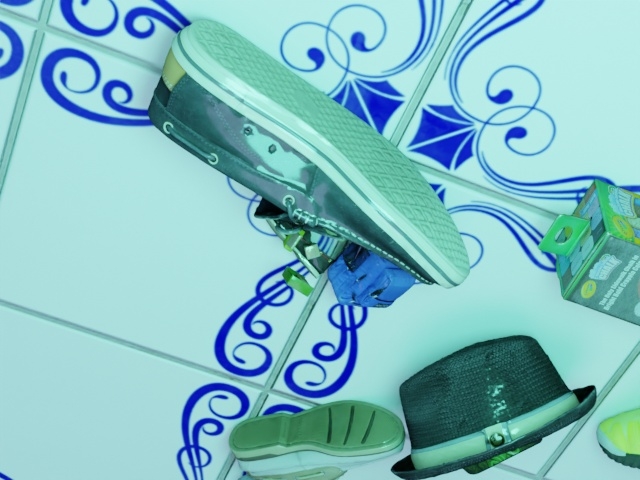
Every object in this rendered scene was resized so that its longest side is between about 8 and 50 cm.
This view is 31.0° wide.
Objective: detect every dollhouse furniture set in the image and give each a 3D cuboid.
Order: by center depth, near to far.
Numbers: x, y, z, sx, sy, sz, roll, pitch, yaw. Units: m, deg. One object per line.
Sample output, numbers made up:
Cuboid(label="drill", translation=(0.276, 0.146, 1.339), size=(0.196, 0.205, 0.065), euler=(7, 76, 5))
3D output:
Cuboid(label="dollhouse furniture set", translation=(0.000, 0.000, 1.641), size=(0.076, 0.058, 0.152), euler=(34, 93, -18))

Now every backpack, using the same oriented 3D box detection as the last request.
Cuboid(label="backpack", translation=(0.071, 0.050, 1.674), size=(0.098, 0.101, 0.120), euler=(11, 140, -40))

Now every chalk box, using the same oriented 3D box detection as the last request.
Cuboid(label="chalk box", translation=(0.411, 0.015, 1.614), size=(0.213, 0.132, 0.132), euler=(20, 127, -9))

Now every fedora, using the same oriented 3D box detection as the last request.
Cuboid(label="fedora", translation=(0.241, 0.238, 1.752), size=(0.334, 0.334, 0.153), euler=(-23, 85, 20))

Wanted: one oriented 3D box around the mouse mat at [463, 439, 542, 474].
Cuboid(label="mouse mat", translation=(0.258, 0.311, 1.923), size=(0.152, 0.007, 0.189), euler=(-33, 119, 25))

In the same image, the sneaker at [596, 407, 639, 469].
Cuboid(label="sneaker", translation=(0.597, 0.258, 1.765), size=(0.384, 0.145, 0.147), euler=(-15, 99, 38))

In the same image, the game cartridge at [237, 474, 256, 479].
Cuboid(label="game cartridge", translation=(-0.098, 0.558, 2.016), size=(0.060, 0.196, 0.294), euler=(-7, 126, 9))

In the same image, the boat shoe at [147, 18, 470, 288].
Cuboid(label="boat shoe", translation=(-0.012, -0.088, 1.537), size=(0.500, 0.187, 0.156), euler=(35, 117, -13))

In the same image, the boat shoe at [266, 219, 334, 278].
Cuboid(label="boat shoe", translation=(-0.034, -0.004, 1.691), size=(0.042, 0.049, 0.133), euler=(-44, 107, -5))

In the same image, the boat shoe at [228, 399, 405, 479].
Cuboid(label="boat shoe", translation=(0.004, 0.341, 1.908), size=(0.302, 0.113, 0.103), euler=(-6, 128, 22))
